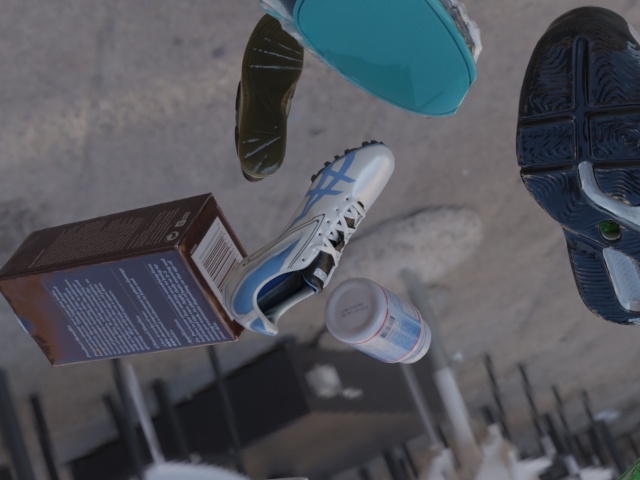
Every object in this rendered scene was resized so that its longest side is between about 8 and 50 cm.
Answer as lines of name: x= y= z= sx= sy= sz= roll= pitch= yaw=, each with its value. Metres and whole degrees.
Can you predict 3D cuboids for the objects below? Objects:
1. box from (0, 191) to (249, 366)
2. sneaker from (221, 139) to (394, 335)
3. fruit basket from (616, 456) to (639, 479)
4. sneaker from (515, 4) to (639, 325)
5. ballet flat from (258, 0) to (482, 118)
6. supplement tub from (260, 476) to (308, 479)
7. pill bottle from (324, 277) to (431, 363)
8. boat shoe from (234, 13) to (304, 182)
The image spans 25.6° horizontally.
box: x=-0.292 y=0.067 z=2.156 sx=0.381 sy=0.191 sz=0.143 roll=-11 pitch=-147 yaw=32
sneaker: x=0.000 y=0.000 z=1.442 sx=0.237 sy=0.086 sz=0.085 roll=-48 pitch=145 yaw=-3
fruit basket: x=0.494 y=0.475 z=1.883 sx=0.327 sy=0.353 sz=0.165 roll=-50 pitch=164 yaw=22
sneaker: x=0.336 y=-0.134 z=1.634 sx=0.169 sy=0.257 sz=0.447 roll=-3 pitch=135 yaw=20
ballet flat: x=-0.012 y=-0.271 z=1.259 sx=0.409 sy=0.147 sz=0.147 roll=33 pitch=133 yaw=-20
supplement tub: x=-0.088 y=0.387 z=1.233 sx=0.241 sy=0.331 sz=0.241 roll=-7 pitch=173 yaw=-1
pill bottle: x=0.079 y=0.109 z=1.826 sx=0.087 sy=0.087 sz=0.160 roll=-29 pitch=149 yaw=20
boat shoe: x=-0.074 y=-0.181 z=1.794 sx=0.080 sy=0.223 sz=0.073 roll=11 pitch=163 yaw=-17
